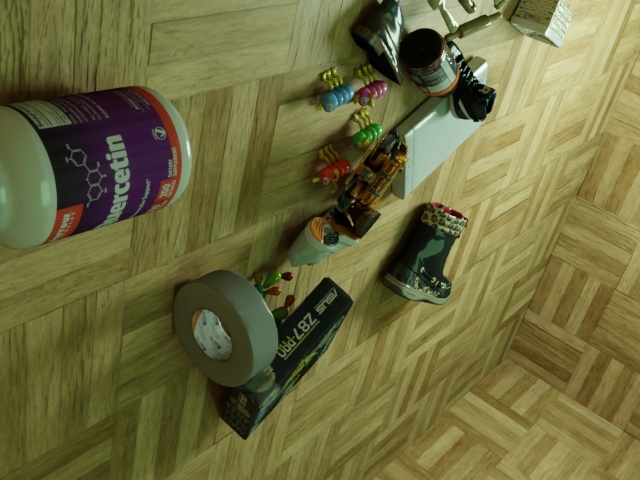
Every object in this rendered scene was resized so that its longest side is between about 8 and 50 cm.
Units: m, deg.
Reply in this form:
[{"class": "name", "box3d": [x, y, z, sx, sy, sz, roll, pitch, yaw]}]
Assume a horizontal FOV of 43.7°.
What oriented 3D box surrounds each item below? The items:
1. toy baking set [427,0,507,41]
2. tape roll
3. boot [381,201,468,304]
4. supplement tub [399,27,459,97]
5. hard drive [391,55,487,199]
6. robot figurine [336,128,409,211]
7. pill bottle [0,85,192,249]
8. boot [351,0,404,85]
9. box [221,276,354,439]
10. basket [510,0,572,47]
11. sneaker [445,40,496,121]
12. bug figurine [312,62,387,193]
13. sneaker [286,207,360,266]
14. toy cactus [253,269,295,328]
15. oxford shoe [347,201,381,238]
[{"class": "toy baking set", "box3d": [0.321, -0.524, 1.716, 0.256, 0.030, 0.197, -30, 143, -18]}, {"class": "tape roll", "box3d": [-0.185, 0.168, 1.535, 0.072, 0.219, 0.219, -29, 142, -45]}, {"class": "boot", "box3d": [0.348, 0.040, 2.399, 0.377, 0.138, 0.284, 10, 109, -56]}, {"class": "supplement tub", "box3d": [0.253, -0.393, 1.807, 0.106, 0.106, 0.198, -58, 154, 1]}, {"class": "hard drive", "box3d": [0.310, -0.292, 2.073, 0.353, 0.047, 0.233, -44, 150, -27]}, {"class": "robot figurine", "box3d": [0.124, -0.149, 1.759, 0.211, 0.085, 0.291, -54, 178, 13]}, {"class": "pill bottle", "box3d": [-0.337, -0.096, 1.043, 0.323, 0.181, 0.181, -24, 138, -48]}, {"class": "boot", "box3d": [0.149, -0.406, 1.644, 0.106, 0.082, 0.219, -55, 151, -1]}, {"class": "box", "box3d": [-0.085, 0.281, 1.837, 0.318, 0.097, 0.395, -44, 170, -25]}, {"class": "basket", "box3d": [0.605, -0.604, 2.167, 0.167, 0.113, 0.103, 0, 116, -60]}, {"class": "sneaker", "box3d": [0.363, -0.386, 1.923, 0.079, 0.121, 0.217, -45, 131, -27]}, {"class": "bug figurine", "box3d": [0.062, -0.243, 1.680, 0.216, 0.072, 0.279, -39, 147, -33]}, {"class": "sneaker", "box3d": [0.000, 0.000, 1.837, 0.121, 0.099, 0.262, -39, 169, 22]}, {"class": "toy cactus", "box3d": [-0.157, 0.154, 1.729, 0.180, 0.112, 0.219, 17, 107, -43]}, {"class": "oxford shoe", "box3d": [0.093, -0.055, 1.868, 0.076, 0.076, 0.212, -49, 180, 6]}]
